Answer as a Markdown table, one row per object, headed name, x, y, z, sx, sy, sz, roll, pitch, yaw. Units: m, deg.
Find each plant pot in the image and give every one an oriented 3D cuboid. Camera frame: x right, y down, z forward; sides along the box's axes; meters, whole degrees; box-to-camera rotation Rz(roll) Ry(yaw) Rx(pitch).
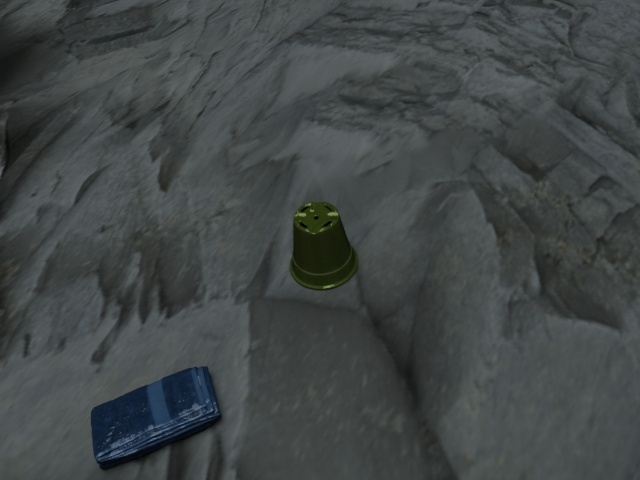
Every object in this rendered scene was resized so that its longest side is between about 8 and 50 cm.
| name | x | y | z | sx | sy | sz | roll | pitch | yaw |
| --- | --- | --- | --- | --- | --- | --- | --- | --- | --- |
| plant pot | 0.000 | 0.000 | 0.603 | 0.083 | 0.079 | 0.083 | -4 | 46 | 4 |

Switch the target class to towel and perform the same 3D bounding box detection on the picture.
| name | x | y | z | sx | sy | sz | roll | pitch | yaw |
| --- | --- | --- | --- | --- | --- | --- | --- | --- | --- |
| towel | -0.159 | 0.165 | 0.503 | 0.119 | 0.029 | 0.067 | -21 | 45 | -11 |
